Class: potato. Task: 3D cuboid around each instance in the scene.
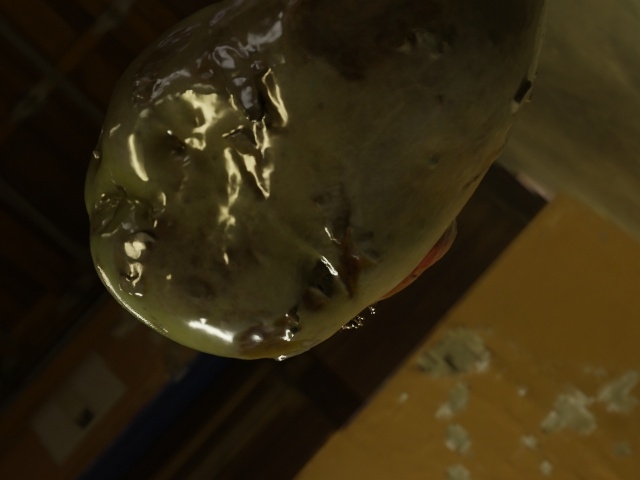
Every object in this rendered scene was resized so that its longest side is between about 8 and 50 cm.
[{"bbox_3d":[0.005,-0.058,0.699,0.165,0.262,0.165,48,180,0],"label":"potato"}]

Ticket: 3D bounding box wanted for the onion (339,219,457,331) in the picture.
[{"bbox_3d":[0.000,0.000,1.309,0.230,0.163,0.230,12,-171,-2],"label":"onion"}]
